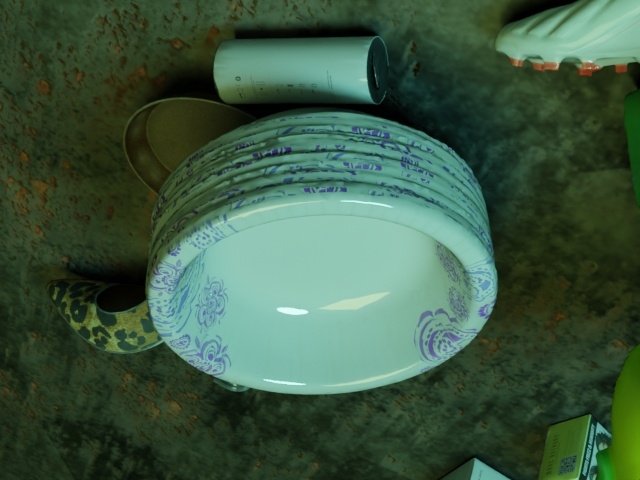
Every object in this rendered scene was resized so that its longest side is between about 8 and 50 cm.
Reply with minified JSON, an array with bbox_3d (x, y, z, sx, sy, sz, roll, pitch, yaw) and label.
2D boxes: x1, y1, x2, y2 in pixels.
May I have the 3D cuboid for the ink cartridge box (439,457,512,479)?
[{"bbox_3d":[0.214,0.364,1.344,0.219,0.092,0.160,32,139,-10],"label":"ink cartridge box"}]

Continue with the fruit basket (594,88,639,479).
[{"bbox_3d":[0.336,0.074,0.832,0.392,0.283,0.392,5,125,8],"label":"fruit basket"}]

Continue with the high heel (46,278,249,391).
[{"bbox_3d":[-0.170,0.032,1.200,0.261,0.093,0.186,19,122,18],"label":"high heel"}]

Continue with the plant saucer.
[{"bbox_3d":[-0.094,-0.077,1.057,0.169,0.029,0.168,11,143,9],"label":"plant saucer"}]

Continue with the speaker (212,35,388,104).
[{"bbox_3d":[-0.015,-0.137,0.949,0.136,0.055,0.055,2,135,23],"label":"speaker"}]

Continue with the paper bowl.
[{"bbox_3d":[0.000,0.000,0.982,0.284,0.148,0.284,-1,142,-1],"label":"paper bowl"}]

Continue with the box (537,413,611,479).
[{"bbox_3d":[0.321,0.286,1.218,0.058,0.087,0.232,-26,118,41],"label":"box"}]

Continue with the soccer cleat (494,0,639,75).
[{"bbox_3d":[0.214,-0.157,0.824,0.196,0.068,0.076,4,94,39],"label":"soccer cleat"}]
